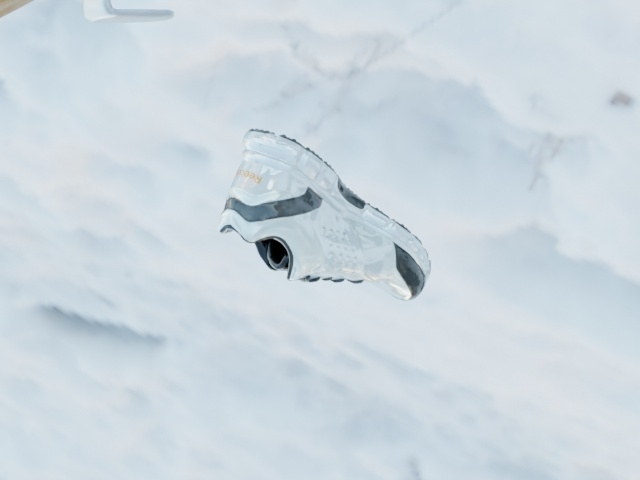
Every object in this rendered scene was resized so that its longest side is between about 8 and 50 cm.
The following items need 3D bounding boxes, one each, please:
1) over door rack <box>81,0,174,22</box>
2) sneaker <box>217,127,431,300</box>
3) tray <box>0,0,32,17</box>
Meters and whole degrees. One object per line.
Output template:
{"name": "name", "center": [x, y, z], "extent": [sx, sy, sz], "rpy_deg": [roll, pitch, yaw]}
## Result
{"name": "over door rack", "center": [0.096, -0.174, 0.636], "extent": [0.239, 0.324, 0.108], "rpy_deg": [-7, 100, 59]}
{"name": "sneaker", "center": [0.000, 0.000, 0.689], "extent": [0.040, 0.044, 0.109], "rpy_deg": [13, 163, 47]}
{"name": "tray", "center": [-0.285, -0.231, 1.345], "extent": [0.076, 0.411, 0.203], "rpy_deg": [53, 165, 23]}
